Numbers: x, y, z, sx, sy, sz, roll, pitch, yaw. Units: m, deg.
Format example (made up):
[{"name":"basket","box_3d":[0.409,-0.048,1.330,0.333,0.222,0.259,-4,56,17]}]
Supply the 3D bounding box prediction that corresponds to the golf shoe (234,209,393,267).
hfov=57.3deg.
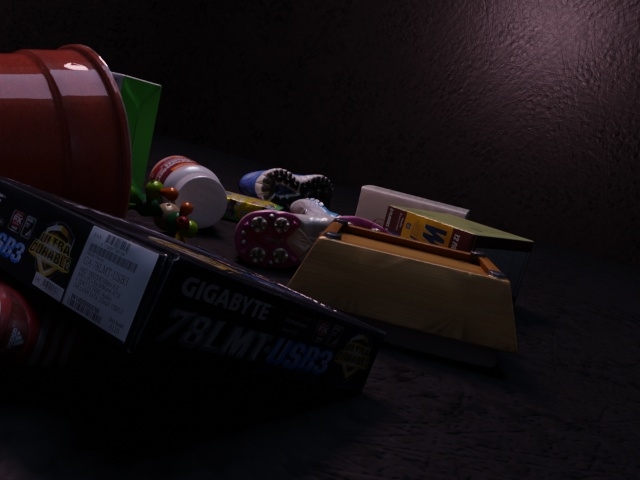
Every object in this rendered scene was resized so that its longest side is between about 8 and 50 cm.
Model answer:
[{"name":"golf shoe","box_3d":[0.000,0.000,1.030,0.306,0.115,0.140,12,6,-13]}]

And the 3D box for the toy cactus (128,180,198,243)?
[{"name":"toy cactus","box_3d":[-0.280,-0.041,0.988,0.219,0.112,0.180,14,-9,20]}]

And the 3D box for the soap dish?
[{"name":"soap dish","box_3d":[0.112,0.060,0.808,0.290,0.118,0.229,13,10,6]}]

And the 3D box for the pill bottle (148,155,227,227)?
[{"name":"pill bottle","box_3d":[-0.269,-0.099,1.188,0.121,0.121,0.221,8,11,-28]}]

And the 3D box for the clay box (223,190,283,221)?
[{"name":"clay box","box_3d":[-0.205,-0.081,1.374,0.222,0.053,0.127,15,9,3]}]

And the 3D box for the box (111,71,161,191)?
[{"name":"box","box_3d":[-0.509,-0.252,1.323,0.231,0.262,0.126,17,10,25]}]

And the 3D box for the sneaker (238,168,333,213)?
[{"name":"sneaker","box_3d":[-0.088,-0.132,1.588,0.147,0.130,0.330,13,-1,38]}]

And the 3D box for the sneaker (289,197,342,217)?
[{"name":"sneaker","box_3d":[-0.014,-0.049,1.394,0.190,0.071,0.083,27,26,37]}]

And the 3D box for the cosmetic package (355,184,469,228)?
[{"name":"cosmetic package","box_3d":[0.257,-0.059,1.652,0.296,0.129,0.153,17,12,17]}]

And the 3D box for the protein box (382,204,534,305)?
[{"name":"protein box","box_3d":[0.244,0.031,1.093,0.201,0.136,0.199,5,14,-44]}]

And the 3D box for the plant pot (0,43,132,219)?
[{"name":"plant pot","box_3d":[-0.402,-0.097,0.660,0.272,0.272,0.265,21,20,39]}]

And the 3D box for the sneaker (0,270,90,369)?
[{"name":"sneaker","box_3d":[-0.266,0.062,0.484,0.221,0.087,0.128,22,-5,45]}]

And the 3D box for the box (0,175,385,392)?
[{"name":"box","box_3d":[-0.132,0.038,0.537,0.293,0.073,0.295,21,-4,37]}]
